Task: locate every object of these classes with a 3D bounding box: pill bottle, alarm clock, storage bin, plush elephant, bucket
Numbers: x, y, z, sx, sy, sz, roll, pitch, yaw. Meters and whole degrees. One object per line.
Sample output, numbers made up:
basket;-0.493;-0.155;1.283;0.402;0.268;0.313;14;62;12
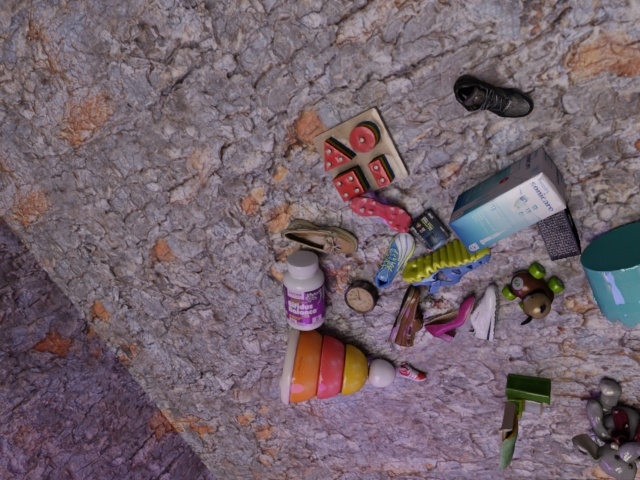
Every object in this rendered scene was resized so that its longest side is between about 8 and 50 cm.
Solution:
pill bottle;-0.065;0.200;1.896;0.169;0.169;0.302;10;122;21
alarm clock;0.150;0.209;1.863;0.192;0.064;0.129;48;127;-9
storage bin;0.708;-0.044;1.406;0.084;0.122;0.180;-17;110;33
plush elephant;1.029;0.691;1.603;0.271;0.255;0.330;26;126;10
bucket;0.888;0.085;1.310;0.281;0.281;0.183;-26;104;35

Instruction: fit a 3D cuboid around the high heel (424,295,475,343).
high heel;0.479;0.274;1.743;0.117;0.082;0.244;30;133;14

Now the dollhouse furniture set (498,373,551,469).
dollhouse furniture set;0.740;0.662;1.697;0.151;0.301;0.198;4;117;27

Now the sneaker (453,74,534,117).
sneaker;0.477;-0.388;1.311;0.227;0.130;0.087;25;128;8

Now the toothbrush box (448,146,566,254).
toothbrush box;0.547;-0.116;1.383;0.295;0.216;0.126;-32;102;37

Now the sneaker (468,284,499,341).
sneaker;0.582;0.258;1.675;0.094;0.090;0.235;14;122;29

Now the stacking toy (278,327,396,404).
stacking toy;0.079;0.551;1.993;0.479;0.351;0.351;9;123;2

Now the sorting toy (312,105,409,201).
sorting toy;0.123;-0.271;1.575;0.257;0.089;0.255;-20;108;34

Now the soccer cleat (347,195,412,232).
soccer cleat;0.208;-0.093;1.618;0.248;0.095;0.083;19;91;-28

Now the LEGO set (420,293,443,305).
LEGO set;0.421;0.222;1.770;0.083;0.023;0.054;7;124;6

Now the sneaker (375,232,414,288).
sneaker;0.265;0.085;1.695;0.091;0.126;0.240;26;127;10

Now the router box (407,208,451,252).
router box;0.371;-0.032;1.605;0.092;0.038;0.122;-41;98;6

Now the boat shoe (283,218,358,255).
boat shoe;0.000;0.000;1.795;0.285;0.089;0.105;13;123;18

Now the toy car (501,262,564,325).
toy car;0.684;0.195;1.518;0.149;0.188;0.155;37;127;1

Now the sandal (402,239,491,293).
sandal;0.447;0.096;1.630;0.317;0.126;0.138;-26;119;39

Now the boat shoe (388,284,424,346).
boat shoe;0.348;0.292;1.800;0.104;0.111;0.307;19;135;10

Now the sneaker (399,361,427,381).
sneaker;0.384;0.547;1.964;0.118;0.042;0.067;4;123;26
